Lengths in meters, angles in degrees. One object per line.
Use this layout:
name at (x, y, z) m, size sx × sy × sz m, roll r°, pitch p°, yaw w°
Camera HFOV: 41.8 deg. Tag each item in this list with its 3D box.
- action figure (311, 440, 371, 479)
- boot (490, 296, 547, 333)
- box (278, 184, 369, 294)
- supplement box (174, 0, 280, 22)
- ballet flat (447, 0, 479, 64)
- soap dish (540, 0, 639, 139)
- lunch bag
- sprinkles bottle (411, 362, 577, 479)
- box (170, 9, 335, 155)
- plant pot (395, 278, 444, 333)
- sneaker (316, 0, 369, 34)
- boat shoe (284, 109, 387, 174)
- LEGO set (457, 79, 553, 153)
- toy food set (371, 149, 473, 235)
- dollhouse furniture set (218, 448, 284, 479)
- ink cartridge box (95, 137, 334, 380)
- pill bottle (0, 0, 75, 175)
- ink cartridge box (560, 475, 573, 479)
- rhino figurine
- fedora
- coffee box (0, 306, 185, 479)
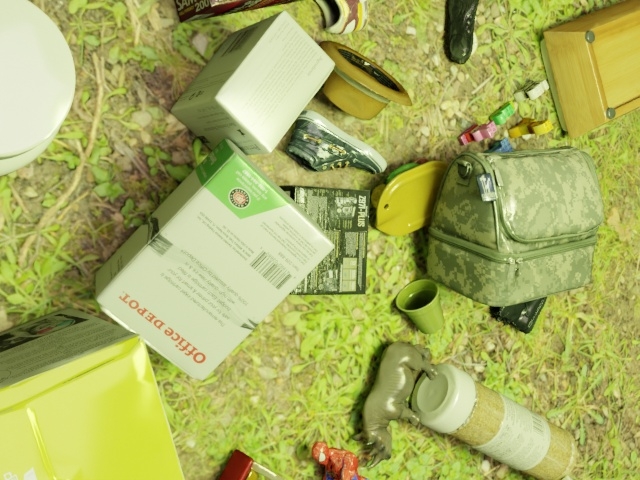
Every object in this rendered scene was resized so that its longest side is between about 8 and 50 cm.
action figure at (0.060, 0.462, 1.450) m, size 0.280 × 0.091 × 0.139 m, roll 49°, pitch 59°, yaw -23°
boot at (0.395, 0.120, 1.672) m, size 0.099 × 0.045 × 0.121 m, roll 31°, pitch 77°, yaw -25°
box at (0.000, 0.000, 1.409) m, size 0.147 × 0.077 × 0.180 m, roll 1°, pitch 91°, yaw -31°
supplement box at (-0.098, -0.404, 1.308) m, size 0.239 × 0.130 × 0.073 m, roll -19°, pitch 101°, yaw -28°
ballet flat at (0.267, -0.419, 1.584) m, size 0.057 × 0.049 × 0.173 m, roll 8°, pitch 86°, yaw 14°
soap dish at (0.607, -0.364, 1.740) m, size 0.290 × 0.118 × 0.229 m, roll -25°, pitch 104°, yaw -27°
lunch bag at (0.352, -0.041, 1.509) m, size 0.305 × 0.212 × 0.256 m, roll -8°, pitch 109°, yaw -33°
sprinkles bottle at (0.336, 0.354, 1.597) m, size 0.355 × 0.121 × 0.121 m, roll 31°, pitch 76°, yaw -28°
box at (-0.106, -0.232, 1.279) m, size 0.119 × 0.181 × 0.182 m, roll 43°, pitch 71°, yaw -25°
plant pot at (0.192, 0.127, 1.535) m, size 0.083 × 0.083 × 0.079 m, roll -45°, pitch 125°, yaw -22°
sneaker at (0.028, -0.444, 1.418) m, size 0.084 × 0.069 × 0.186 m, roll -17°, pitch 99°, yaw -35°
boat shoe at (0.024, -0.142, 1.433) m, size 0.183 × 0.065 × 0.083 m, roll 29°, pitch 79°, yaw -22°
LEGO set at (0.387, -0.226, 1.625) m, size 0.227 × 0.093 × 0.087 m, roll -39°, pitch 110°, yaw -24°
toy food set at (0.171, -0.093, 1.523) m, size 0.218 × 0.071 × 0.128 m, roll -22°, pitch 127°, yaw -26°
dollhouse furniture set at (-0.182, 0.500, 1.244) m, size 0.152 × 0.201 × 0.374 m, roll 35°, pitch 75°, yaw -27°
ink cartridge box at (-0.160, 0.028, 1.235) m, size 0.289 × 0.121 × 0.211 m, roll -45°, pitch 114°, yaw 3°
pill bottle at (-0.421, -0.173, 0.985) m, size 0.210 × 0.363 × 0.210 m, roll -1°, pitch 92°, yaw -30°
ink cartridge box at (0.469, 0.612, 1.606) m, size 0.171 × 0.168 × 0.233 m, roll 39°, pitch 103°, yaw -25°
rhino figurine at (0.126, 0.291, 1.498) m, size 0.106 × 0.073 × 0.243 m, roll 29°, pitch 78°, yaw -32°
fedora at (0.063, -0.260, 1.416) m, size 0.194 × 0.194 × 0.079 m, roll 23°, pitch 114°, yaw -29°
coffee box at (-0.381, 0.309, 1.041) m, size 0.338 × 0.334 × 0.338 m, roll -20°, pitch 101°, yaw -29°
